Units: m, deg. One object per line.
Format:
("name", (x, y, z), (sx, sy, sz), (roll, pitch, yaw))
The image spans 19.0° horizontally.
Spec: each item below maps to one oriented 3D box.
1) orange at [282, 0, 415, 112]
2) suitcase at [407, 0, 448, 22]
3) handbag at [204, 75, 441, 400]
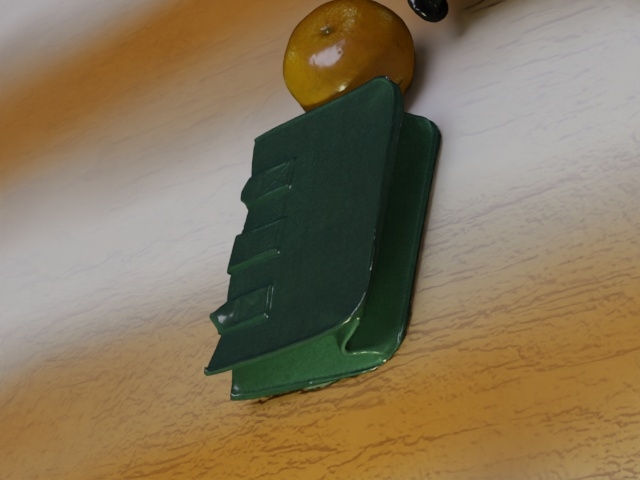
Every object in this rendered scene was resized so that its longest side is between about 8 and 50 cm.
("orange", (0.034, -0.197, 2.152), (0.154, 0.134, 0.155), (-12, 52, 16))
("suitcase", (0.189, -0.456, 2.089), (0.345, 0.188, 0.339), (-42, 16, 47))
("handbag", (0.001, 0.000, 2.021), (0.238, 0.089, 0.326), (-19, 47, 37))
